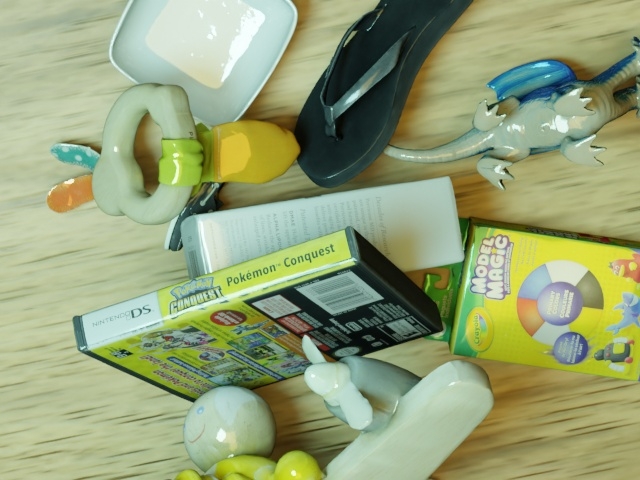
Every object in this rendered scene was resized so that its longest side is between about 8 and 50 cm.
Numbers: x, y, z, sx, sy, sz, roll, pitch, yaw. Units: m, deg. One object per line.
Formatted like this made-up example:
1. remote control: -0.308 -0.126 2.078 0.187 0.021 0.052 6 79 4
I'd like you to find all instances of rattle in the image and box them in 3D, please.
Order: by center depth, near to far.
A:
1. rattle: -0.142 -0.073 1.577 0.143 0.200 0.130 -25 86 -40

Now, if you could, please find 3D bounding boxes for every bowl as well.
1. bowl: -0.105 -0.189 1.569 0.142 0.053 0.142 31 100 -8

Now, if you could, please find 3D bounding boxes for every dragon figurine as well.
1. dragon figurine: 0.195 -0.112 1.576 0.289 0.144 0.085 -14 105 22

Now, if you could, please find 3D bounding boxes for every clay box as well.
1. clay box: 0.209 0.054 1.629 0.222 0.053 0.127 8 101 -4

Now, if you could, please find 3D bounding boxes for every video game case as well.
1. video game case: -0.045 0.073 1.508 0.248 0.275 0.035 -18 70 13

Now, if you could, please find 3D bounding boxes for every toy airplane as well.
1. toy airplane: -0.020 0.246 1.557 0.386 0.384 0.272 -27 66 -4

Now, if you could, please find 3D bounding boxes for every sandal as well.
1. sandal: 0.048 -0.167 1.557 0.054 0.097 0.254 29 93 -51

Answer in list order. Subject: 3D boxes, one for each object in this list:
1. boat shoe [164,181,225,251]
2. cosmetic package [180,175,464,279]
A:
1. boat shoe: -0.106 -0.042 1.606 0.038 0.046 0.125 26 92 -2
2. cosmetic package: 0.000 0.000 1.555 0.231 0.117 0.085 -11 90 -12
